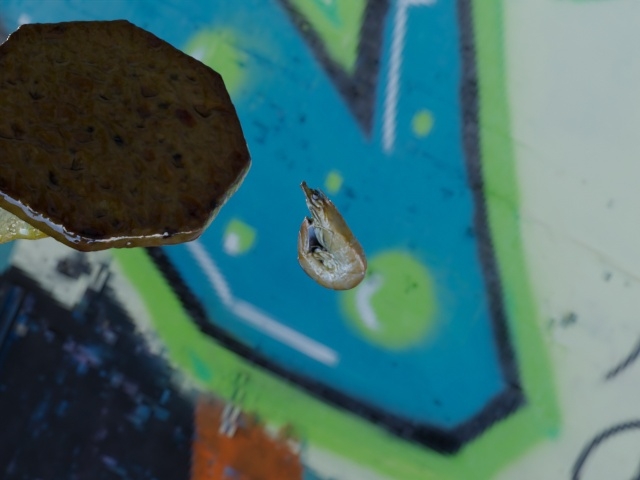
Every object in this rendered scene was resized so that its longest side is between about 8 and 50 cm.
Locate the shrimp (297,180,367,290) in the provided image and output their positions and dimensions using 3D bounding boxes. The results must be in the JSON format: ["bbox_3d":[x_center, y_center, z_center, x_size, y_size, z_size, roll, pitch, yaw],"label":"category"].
[{"bbox_3d":[0.000,0.000,1.360,0.108,0.059,0.023,57,-160,-12],"label":"shrimp"}]

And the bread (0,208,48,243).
[{"bbox_3d":[-0.367,-0.090,1.907,0.245,0.121,0.174,-13,-116,-17],"label":"bread"}]

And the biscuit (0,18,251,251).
[{"bbox_3d":[-0.258,-0.129,1.816,0.359,0.046,0.359,11,-129,-13],"label":"biscuit"}]
